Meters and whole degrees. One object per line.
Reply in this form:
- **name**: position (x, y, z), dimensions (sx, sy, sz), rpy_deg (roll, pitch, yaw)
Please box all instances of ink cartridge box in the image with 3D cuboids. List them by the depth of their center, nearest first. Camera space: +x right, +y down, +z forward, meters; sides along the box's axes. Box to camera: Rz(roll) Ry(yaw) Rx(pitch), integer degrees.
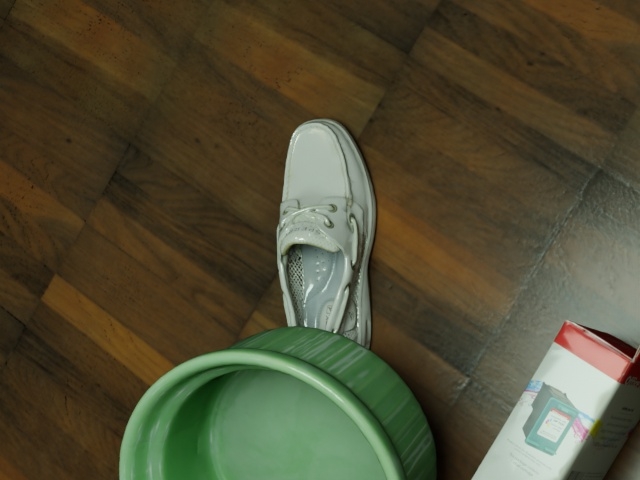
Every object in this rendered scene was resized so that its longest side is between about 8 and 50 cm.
- **ink cartridge box**: position (0.247, 0.157, 1.473), dimensions (0.078, 0.134, 0.231), rpy_deg (33, 96, 27)

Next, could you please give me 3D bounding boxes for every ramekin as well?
- **ramekin**: position (-0.032, 0.232, 1.542), dimensions (0.303, 0.148, 0.303), rpy_deg (7, 107, 23)

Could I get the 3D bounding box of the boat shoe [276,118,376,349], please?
- **boat shoe**: position (0.000, 0.000, 1.636), dimensions (0.098, 0.096, 0.277), rpy_deg (-11, 78, 24)
